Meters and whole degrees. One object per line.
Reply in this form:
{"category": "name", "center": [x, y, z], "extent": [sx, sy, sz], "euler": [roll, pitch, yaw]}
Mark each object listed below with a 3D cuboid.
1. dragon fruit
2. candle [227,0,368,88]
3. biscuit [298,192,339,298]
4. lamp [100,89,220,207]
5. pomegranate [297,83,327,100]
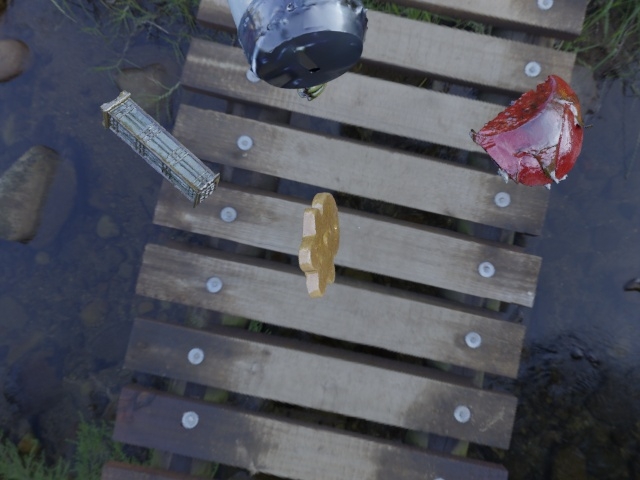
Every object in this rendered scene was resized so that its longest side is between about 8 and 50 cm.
{"category": "dragon fruit", "center": [0.635, -0.297, 1.431], "extent": [0.343, 0.100, 0.282], "euler": [-38, 95, -8]}
{"category": "candle", "center": [-0.063, -0.451, 0.882], "extent": [0.221, 0.221, 0.342], "euler": [-20, 78, 5]}
{"category": "biscuit", "center": [-0.003, 0.000, 1.517], "extent": [0.052, 0.355, 0.275], "euler": [-3, 131, 16]}
{"category": "lamp", "center": [-0.404, -0.230, 1.282], "extent": [0.325, 0.089, 0.090], "euler": [41, 62, 0]}
{"category": "pomegranate", "center": [-0.024, -0.448, 1.132], "extent": [0.190, 0.159, 0.240], "euler": [40, 104, 47]}
